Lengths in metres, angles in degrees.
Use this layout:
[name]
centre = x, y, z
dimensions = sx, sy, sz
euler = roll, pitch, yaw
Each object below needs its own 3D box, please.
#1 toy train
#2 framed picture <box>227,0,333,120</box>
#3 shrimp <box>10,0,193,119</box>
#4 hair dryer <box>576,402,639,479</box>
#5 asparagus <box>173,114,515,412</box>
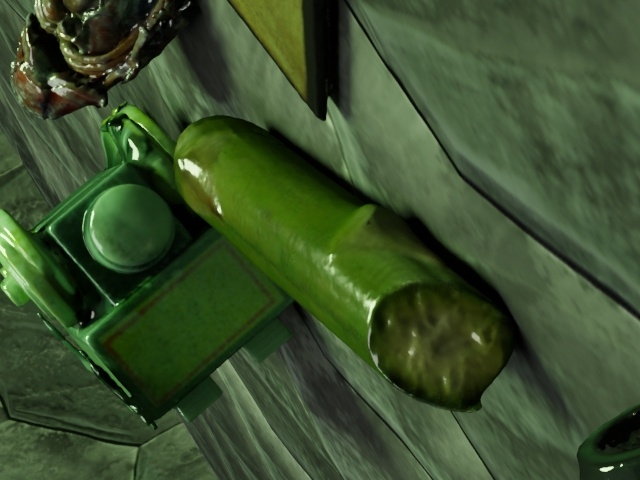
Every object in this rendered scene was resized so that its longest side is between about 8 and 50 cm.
[toy train]
centre = -0.131, 0.019, 1.137
dimensions = 0.188, 0.159, 0.271
euler = 51, 170, -8
[framed picture]
centre = -0.094, -0.229, 0.653
dimensions = 0.339, 0.014, 0.255
euler = 54, 167, 19
[shrimp]
centre = -0.116, -0.135, 0.865
dimensions = 0.090, 0.079, 0.233
euler = 54, 150, 8
[hair dryer]
centre = 0.146, 0.095, 0.425
dimensions = 0.100, 0.057, 0.197
euler = 61, 160, -10
[asparagus]
centre = -0.001, 0.001, 0.758
dimensions = 0.277, 0.060, 0.067
euler = 36, 145, 61
